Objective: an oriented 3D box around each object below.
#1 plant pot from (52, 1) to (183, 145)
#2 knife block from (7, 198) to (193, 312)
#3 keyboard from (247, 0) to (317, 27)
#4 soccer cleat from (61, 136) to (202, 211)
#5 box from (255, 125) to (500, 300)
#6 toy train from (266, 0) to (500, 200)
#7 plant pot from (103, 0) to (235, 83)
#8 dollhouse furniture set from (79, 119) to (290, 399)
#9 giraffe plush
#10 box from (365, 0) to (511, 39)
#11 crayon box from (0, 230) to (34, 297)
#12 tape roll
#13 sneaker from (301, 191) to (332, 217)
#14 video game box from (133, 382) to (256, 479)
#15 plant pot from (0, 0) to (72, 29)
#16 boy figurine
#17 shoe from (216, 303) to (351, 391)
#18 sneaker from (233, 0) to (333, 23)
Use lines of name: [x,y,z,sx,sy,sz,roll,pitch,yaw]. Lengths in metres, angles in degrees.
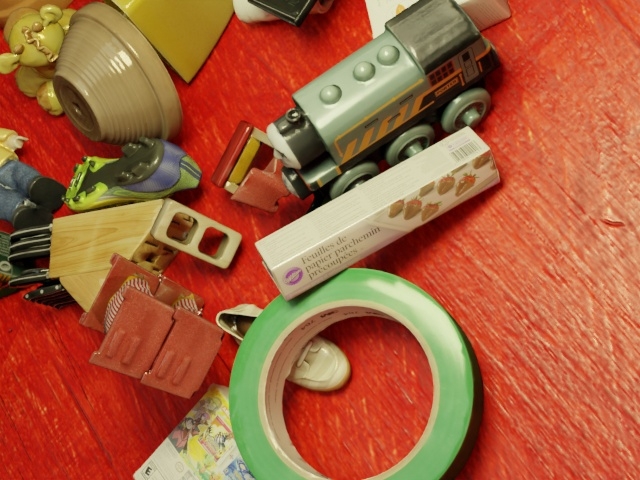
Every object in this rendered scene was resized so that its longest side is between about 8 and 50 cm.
plant pot: [-0.320,-0.225,1.916,0.109,0.237,0.237,-37,54,-24]
knife block: [-0.351,-0.001,1.973,0.242,0.088,0.276,44,101,31]
keyboard: [0.044,-0.433,1.784,0.201,0.033,0.317,32,88,38]
soccer cleat: [-0.291,-0.082,1.955,0.289,0.121,0.094,-13,57,49]
box: [0.075,-0.036,1.661,0.324,0.063,0.067,-30,41,-6]
toy train: [0.081,-0.182,1.671,0.334,0.190,0.142,-33,60,-1]
plant pot: [-0.236,-0.405,1.956,0.187,0.212,0.212,-44,58,-2]
dollhouse furniture set: [-0.178,0.006,1.776,0.374,0.152,0.201,-63,18,3]
giraffe plush: [-0.437,-0.304,2.057,0.210,0.170,0.181,16,85,33]
box: [0.153,-0.339,1.757,0.170,0.091,0.130,-22,67,25]
crayon box: [-0.643,0.063,2.067,0.318,0.202,0.081,-20,68,27]
tape roll: [0.044,0.198,1.650,0.321,0.077,0.321,-5,75,18]
sneaker: [0.000,0.000,1.768,0.063,0.074,0.171,9,82,32]
video game box: [-0.141,0.334,1.781,0.187,0.048,0.205,-50,58,13]
plant pot: [-0.544,-0.520,2.161,0.290,0.203,0.291,-8,74,29]
boy figurine: [-0.548,-0.105,2.120,0.285,0.092,0.177,28,93,34]
shoe: [-0.055,0.146,1.772,0.219,0.058,0.077,24,90,33]
sneaker: [-0.031,-0.468,1.903,0.169,0.108,0.293,1,87,29]
